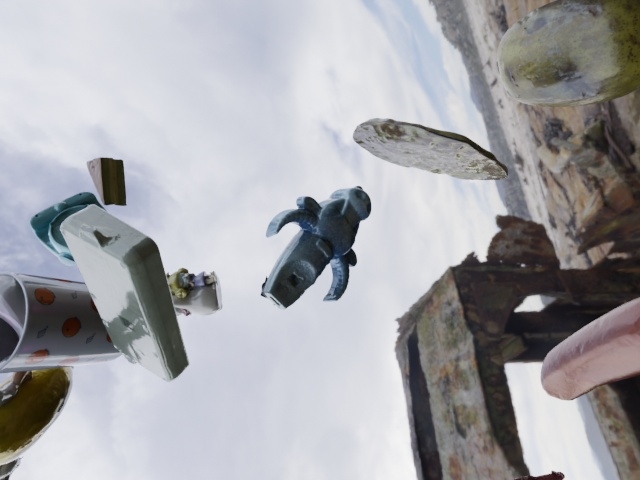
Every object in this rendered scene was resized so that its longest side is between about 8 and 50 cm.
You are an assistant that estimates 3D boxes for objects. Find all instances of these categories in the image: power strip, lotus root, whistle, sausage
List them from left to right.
[{"bbox_3d":[-0.234,0.080,0.508,0.046,0.118,0.270,-47,-28,-43],"label":"power strip"},{"bbox_3d":[0.000,0.000,0.680,0.180,0.093,0.269,50,-121,-28],"label":"whistle"},{"bbox_3d":[0.374,-0.258,0.548,0.154,0.278,0.153,-7,-77,-33],"label":"lotus root"},{"bbox_3d":[0.414,0.160,0.591,0.089,0.084,0.300,-56,-13,-32],"label":"sausage"}]

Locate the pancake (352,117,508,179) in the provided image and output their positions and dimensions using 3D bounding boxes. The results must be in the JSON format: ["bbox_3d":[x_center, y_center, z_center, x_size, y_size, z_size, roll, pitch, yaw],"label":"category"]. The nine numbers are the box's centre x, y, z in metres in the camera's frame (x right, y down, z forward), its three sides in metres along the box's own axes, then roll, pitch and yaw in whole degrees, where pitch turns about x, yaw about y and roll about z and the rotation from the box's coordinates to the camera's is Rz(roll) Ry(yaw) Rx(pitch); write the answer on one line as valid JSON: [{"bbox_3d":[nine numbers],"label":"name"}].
[{"bbox_3d":[0.159,-0.130,0.603,0.212,0.236,0.029,10,-82,-81],"label":"pancake"}]

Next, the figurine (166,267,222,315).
[{"bbox_3d":[-0.423,0.166,1.213,0.155,0.236,0.127,92,169,-51],"label":"figurine"}]

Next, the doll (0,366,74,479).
[{"bbox_3d":[-0.749,0.462,0.957,0.423,0.161,0.347,133,155,-76],"label":"doll"}]

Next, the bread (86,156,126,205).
[{"bbox_3d":[-0.623,-0.166,1.182,0.074,0.084,0.139,-9,-85,-54],"label":"bread"}]

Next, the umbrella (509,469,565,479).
[{"bbox_3d":[0.343,0.405,0.673,0.025,0.166,0.027,-129,44,-60],"label":"umbrella"}]

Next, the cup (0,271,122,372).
[{"bbox_3d":[-0.613,0.199,0.979,0.317,0.213,0.212,26,-126,-63],"label":"cup"}]

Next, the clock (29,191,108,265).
[{"bbox_3d":[-0.793,-0.027,1.359,0.274,0.094,0.224,37,-125,15],"label":"clock"}]
